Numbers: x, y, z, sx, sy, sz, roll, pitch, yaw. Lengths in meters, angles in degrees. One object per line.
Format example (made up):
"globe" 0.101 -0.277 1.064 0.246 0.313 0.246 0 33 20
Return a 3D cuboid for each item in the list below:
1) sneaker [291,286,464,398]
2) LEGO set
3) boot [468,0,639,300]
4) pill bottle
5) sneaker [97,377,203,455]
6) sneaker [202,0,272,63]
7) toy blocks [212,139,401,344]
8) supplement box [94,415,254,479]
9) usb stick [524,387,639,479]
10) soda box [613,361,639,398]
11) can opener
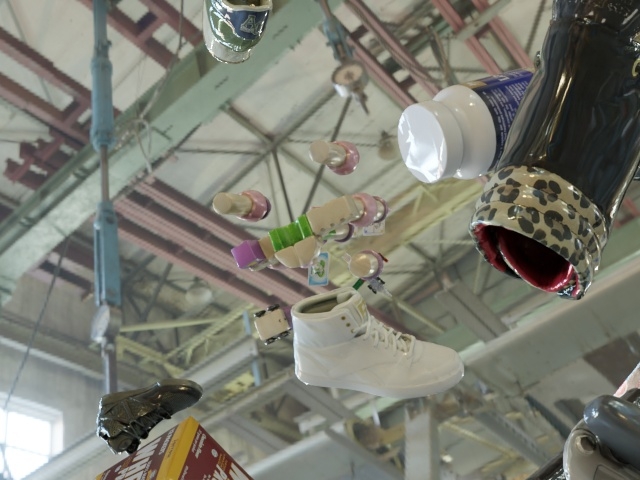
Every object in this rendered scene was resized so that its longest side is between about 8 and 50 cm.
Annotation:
"sneaker" 0.090 0.164 1.253 0.293 0.108 0.169 0 -59 12
"LEGO set" 0.063 0.040 1.663 0.182 0.244 0.060 -4 -15 23
"boot" 0.165 -0.046 0.471 0.085 0.178 0.236 17 -13 30
"pill bottle" 0.265 -0.184 1.210 0.265 0.153 0.153 -19 -36 -27
"sneaker" -0.332 0.344 1.447 0.228 0.130 0.087 -15 -48 12
"sneaker" -0.076 -0.252 0.623 0.064 0.192 0.086 -10 -4 -23
"toy blocks" 0.000 0.000 1.459 0.289 0.309 0.260 -26 -10 21
"supplement box" -0.199 0.385 1.027 0.194 0.129 0.191 -34 -73 19
"usb stick" 0.326 0.259 0.919 0.278 0.045 0.077 -21 -45 -40
"soda box" 0.487 0.236 1.136 0.053 0.060 0.169 -14 -40 -27
"can opener" 0.344 0.243 0.659 0.280 0.074 0.093 32 -30 5
